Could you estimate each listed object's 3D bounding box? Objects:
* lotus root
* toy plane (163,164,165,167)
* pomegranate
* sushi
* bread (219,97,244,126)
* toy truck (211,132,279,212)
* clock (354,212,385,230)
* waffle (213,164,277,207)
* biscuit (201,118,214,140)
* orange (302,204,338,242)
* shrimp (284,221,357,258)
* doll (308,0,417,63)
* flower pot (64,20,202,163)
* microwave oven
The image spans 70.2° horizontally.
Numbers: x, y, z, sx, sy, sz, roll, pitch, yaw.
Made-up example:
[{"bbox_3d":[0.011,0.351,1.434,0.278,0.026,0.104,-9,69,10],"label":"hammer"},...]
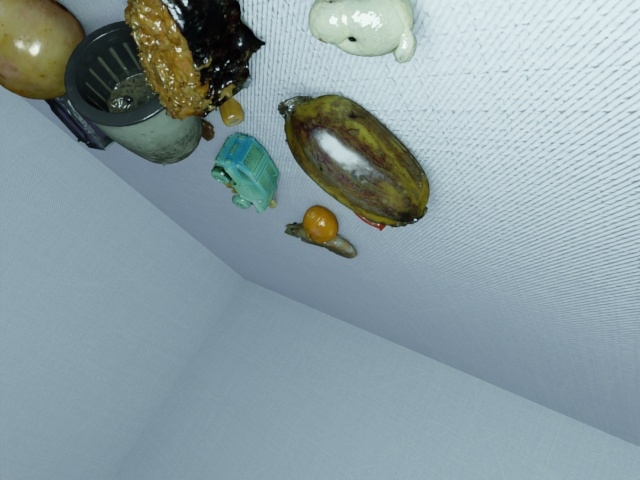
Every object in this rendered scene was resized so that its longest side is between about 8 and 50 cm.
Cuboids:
[{"bbox_3d":[0.071,-0.173,1.000,0.397,0.179,0.196,42,146,-9],"label":"lotus root"},{"bbox_3d":[-0.640,-0.400,1.778,0.159,0.082,0.234,13,144,27],"label":"toy plane"},{"bbox_3d":[-0.834,-0.583,1.294,0.338,0.338,0.338,29,163,10],"label":"pomegranate"},{"bbox_3d":[-0.252,-0.394,0.931,0.234,0.208,0.349,34,159,11],"label":"sushi"},{"bbox_3d":[-0.251,-0.371,1.262,0.062,0.103,0.049,-16,164,6],"label":"bread"},{"bbox_3d":[-0.232,-0.213,1.480,0.156,0.155,0.279,13,156,26],"label":"toy truck"},{"bbox_3d":[0.155,-0.105,1.177,0.113,0.061,0.155,34,139,-5],"label":"clock"},{"bbox_3d":[-0.284,-0.199,1.734,0.261,0.056,0.250,29,171,13],"label":"waffle"},{"bbox_3d":[-0.397,-0.378,1.525,0.119,0.019,0.130,27,162,14],"label":"biscuit"},{"bbox_3d":[-0.001,-0.053,1.582,0.135,0.118,0.135,22,162,7],"label":"orange"},{"bbox_3d":[0.000,0.000,1.803,0.317,0.077,0.168,22,163,21],"label":"shrimp"},{"bbox_3d":[0.042,-0.374,0.613,0.278,0.149,0.175,73,170,-47],"label":"doll"},{"bbox_3d":[-0.468,-0.374,1.251,0.293,0.294,0.330,29,170,9],"label":"flower pot"},{"bbox_3d":[-0.877,-0.494,1.676,0.237,0.181,0.295,19,150,47],"label":"microwave oven"}]
